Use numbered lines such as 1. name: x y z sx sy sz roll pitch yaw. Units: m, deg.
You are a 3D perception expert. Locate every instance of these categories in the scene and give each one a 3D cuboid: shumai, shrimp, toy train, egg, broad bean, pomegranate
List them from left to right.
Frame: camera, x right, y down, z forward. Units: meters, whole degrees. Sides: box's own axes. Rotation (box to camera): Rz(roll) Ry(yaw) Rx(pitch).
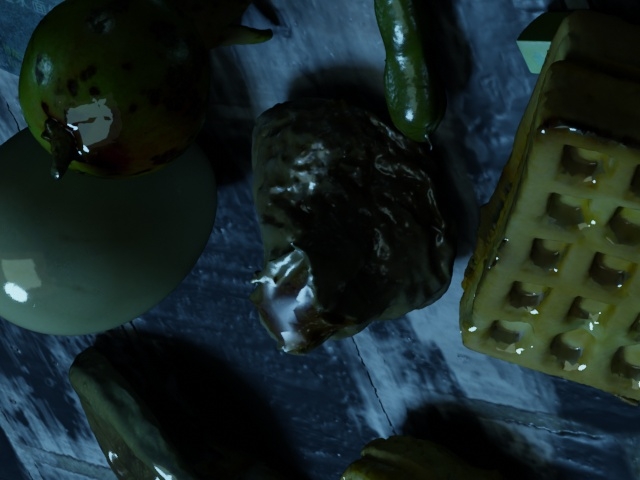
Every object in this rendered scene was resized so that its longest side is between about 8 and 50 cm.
1. egg: -0.193 -0.019 1.601 0.186 0.242 0.186 30 132 39
2. pomegranate: -0.128 -0.128 1.439 0.156 0.220 0.156 41 141 44
3. shrimp: -0.031 0.328 2.013 0.185 0.068 0.287 26 154 29
4. shumai: 0.000 0.000 1.490 0.206 0.175 0.166 54 145 -13
5. broad bean: 0.048 -0.178 1.352 0.053 0.052 0.256 -16 123 6
6. toy train: 0.187 -0.106 1.298 0.081 0.050 0.122 8 135 46

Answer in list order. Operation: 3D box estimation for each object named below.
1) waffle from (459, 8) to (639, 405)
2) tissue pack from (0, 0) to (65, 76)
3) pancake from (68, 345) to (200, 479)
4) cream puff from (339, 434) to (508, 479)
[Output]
1. waffle: 0.221 -0.004 1.278 0.224 0.098 0.327 18 150 3
2. tissue pack: -0.223 -0.237 1.528 0.185 0.081 0.257 22 143 26
3. pancake: -0.175 0.236 1.968 0.294 0.049 0.294 50 164 20
4. cream puff: 0.103 0.254 1.720 0.189 0.129 0.189 35 149 25
